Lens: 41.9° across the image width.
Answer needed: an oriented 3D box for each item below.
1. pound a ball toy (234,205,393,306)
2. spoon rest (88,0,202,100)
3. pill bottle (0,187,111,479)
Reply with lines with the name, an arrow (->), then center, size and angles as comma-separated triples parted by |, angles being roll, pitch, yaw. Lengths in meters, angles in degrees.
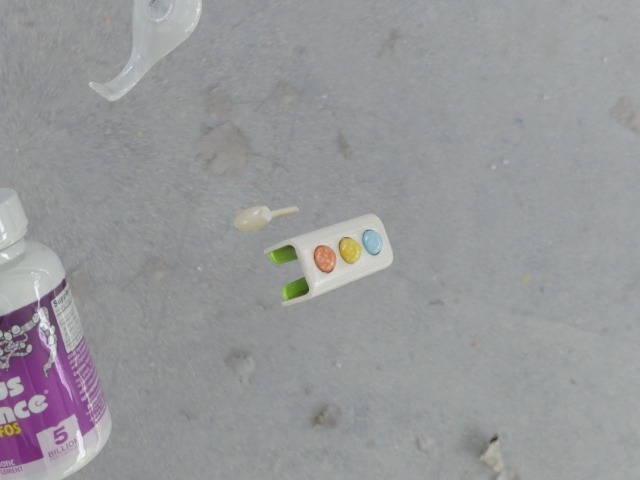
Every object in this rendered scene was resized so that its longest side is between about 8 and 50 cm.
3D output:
pound a ball toy -> 0.000, 0.000, 1.720 | 0.319, 0.135, 0.208 | -17, 88, -48
spoon rest -> -0.334, -0.389, 1.600 | 0.137, 0.084, 0.276 | 38, 95, 8
pill bottle -> -0.344, 0.104, 0.901 | 0.169, 0.169, 0.302 | -19, 111, -17
